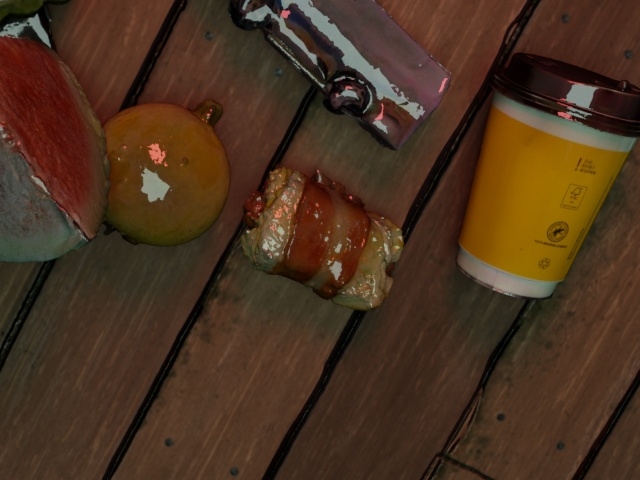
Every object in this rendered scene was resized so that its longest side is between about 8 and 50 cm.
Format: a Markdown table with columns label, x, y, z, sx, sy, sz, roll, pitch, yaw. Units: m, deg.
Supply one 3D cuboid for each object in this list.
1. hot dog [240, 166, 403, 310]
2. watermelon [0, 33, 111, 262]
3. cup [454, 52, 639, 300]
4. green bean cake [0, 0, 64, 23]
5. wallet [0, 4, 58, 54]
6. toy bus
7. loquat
| label | x | y | z | sx | sy | sz | roll | pitch | yaw |
| --- | --- | --- | --- | --- | --- | --- | --- | --- | --- |
| hot dog | 0.000 | 0.000 | 1.407 | 0.213 | 0.103 | 0.146 | 32 | 76 | -21 |
| watermelon | -0.330 | -0.116 | 1.203 | 0.232 | 0.310 | 0.193 | 16 | 145 | -40 |
| cup | 0.266 | -0.080 | 1.379 | 0.196 | 0.196 | 0.279 | 14 | 110 | -9 |
| green bean cake | -0.394 | -0.347 | 1.225 | 0.247 | 0.156 | 0.249 | -18 | 102 | -9 |
| wallet | -0.389 | -0.280 | 1.334 | 0.137 | 0.031 | 0.255 | -14 | 104 | -4 |
| toy bus | 0.006 | -0.250 | 1.347 | 0.317 | 0.112 | 0.138 | 43 | 91 | -14 |
| loquat | -0.184 | -0.084 | 1.340 | 0.172 | 0.149 | 0.204 | 36 | 84 | -7 |
